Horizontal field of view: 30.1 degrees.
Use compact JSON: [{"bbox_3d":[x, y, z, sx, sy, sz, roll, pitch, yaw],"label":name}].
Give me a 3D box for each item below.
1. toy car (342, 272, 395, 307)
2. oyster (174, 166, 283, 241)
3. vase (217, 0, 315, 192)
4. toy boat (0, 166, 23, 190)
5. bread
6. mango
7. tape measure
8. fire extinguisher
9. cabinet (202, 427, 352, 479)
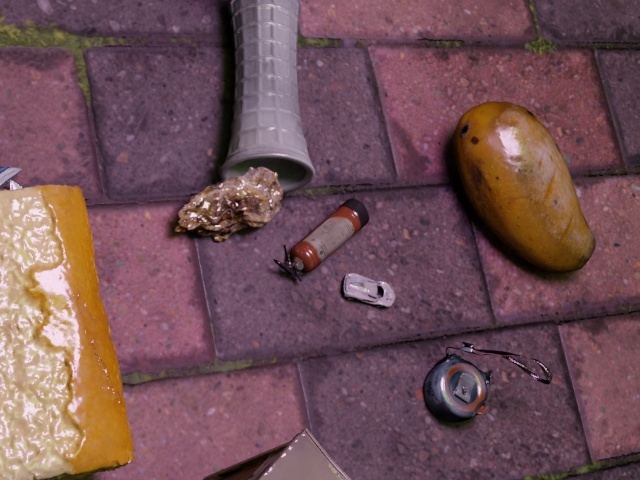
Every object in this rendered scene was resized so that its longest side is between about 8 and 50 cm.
[{"bbox_3d":[0.076,0.077,1.830,0.093,0.025,0.041,14,68,-24],"label":"toy car"},{"bbox_3d":[-0.131,-0.040,1.720,0.165,0.108,0.053,-18,50,-5],"label":"oyster"},{"bbox_3d":[-0.083,-0.232,1.790,0.143,0.143,0.299,9,66,-26],"label":"vase"},{"bbox_3d":[-0.409,-0.046,1.600,0.149,0.034,0.105,19,70,-20],"label":"toy boat"},{"bbox_3d":[-0.373,0.120,1.485,0.236,0.165,0.375,-10,80,-28],"label":"bread"},{"bbox_3d":[0.332,-0.079,1.953,0.176,0.175,0.329,-29,108,-11],"label":"mango"},{"bbox_3d":[0.247,0.217,1.796,0.104,0.180,0.107,41,57,-30],"label":"tape measure"},{"bbox_3d":[0.000,0.000,1.800,0.177,0.050,0.062,-40,113,-33],"label":"fire extinguisher"},{"bbox_3d":[-0.098,0.432,1.443,0.227,0.318,0.290,48,57,-4],"label":"cabinet"}]
